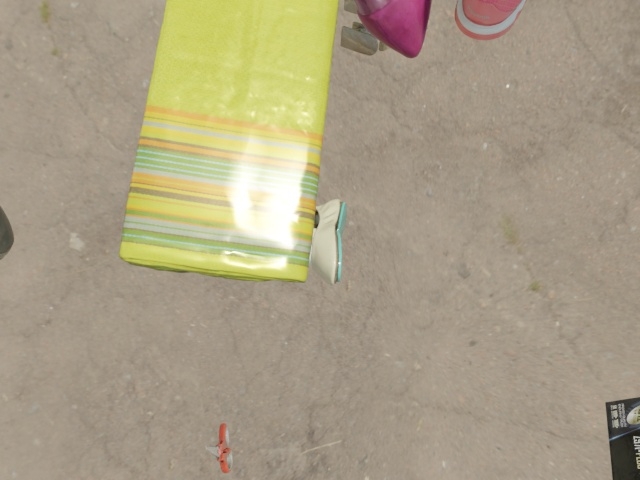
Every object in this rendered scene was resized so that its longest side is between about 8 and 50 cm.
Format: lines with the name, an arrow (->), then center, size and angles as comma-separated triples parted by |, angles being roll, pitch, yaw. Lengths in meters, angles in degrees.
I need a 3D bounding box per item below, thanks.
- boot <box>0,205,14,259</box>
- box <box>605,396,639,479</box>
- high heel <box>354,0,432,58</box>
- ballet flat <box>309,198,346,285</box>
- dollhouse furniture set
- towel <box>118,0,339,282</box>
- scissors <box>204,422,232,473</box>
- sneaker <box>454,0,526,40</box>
boot -> -0.359, 0.003, 0.419 | 0.236, 0.085, 0.178 | 34, 97, 9
box -> 0.442, 0.312, 0.709 | 0.078, 0.147, 0.180 | -24, 116, 35
high heel -> 0.137, -0.458, 0.837 | 0.127, 0.181, 0.377 | 5, 61, 46
ballet flat -> 0.000, 0.000, 0.940 | 0.086, 0.248, 0.086 | 2, 115, 4
dollhouse furniture set -> 0.177, -0.511, 1.144 | 0.161, 0.242, 0.212 | 29, 45, 28
towel -> -0.045, -0.095, 0.328 | 0.102, 0.021, 0.237 | 9, 78, -9
scissors -> -0.215, 0.464, 1.198 | 0.021, 0.297, 0.108 | -6, 81, -5
sneaker -> 0.301, -0.443, 0.787 | 0.116, 0.136, 0.313 | 28, 91, 10
